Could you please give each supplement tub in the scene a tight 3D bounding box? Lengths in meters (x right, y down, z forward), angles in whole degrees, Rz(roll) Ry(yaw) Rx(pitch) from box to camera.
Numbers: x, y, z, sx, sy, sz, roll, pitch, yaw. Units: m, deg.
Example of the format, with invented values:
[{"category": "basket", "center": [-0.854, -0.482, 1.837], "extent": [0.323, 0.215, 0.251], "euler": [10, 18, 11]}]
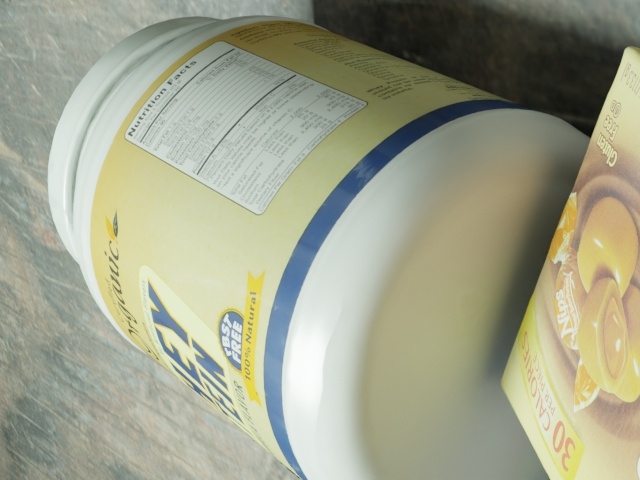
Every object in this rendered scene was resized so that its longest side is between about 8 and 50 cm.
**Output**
[{"category": "supplement tub", "center": [0.000, 0.000, 0.784], "extent": [0.316, 0.228, 0.228], "euler": [30, 135, 48]}]

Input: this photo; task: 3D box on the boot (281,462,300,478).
[{"category": "boot", "center": [0.062, 0.197, 0.979], "extent": [0.178, 0.085, 0.236], "euler": [62, 151, 2]}]

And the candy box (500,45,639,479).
[{"category": "candy box", "center": [0.174, 0.069, 0.508], "extent": [0.316, 0.088, 0.183], "euler": [-112, 34, -61]}]
